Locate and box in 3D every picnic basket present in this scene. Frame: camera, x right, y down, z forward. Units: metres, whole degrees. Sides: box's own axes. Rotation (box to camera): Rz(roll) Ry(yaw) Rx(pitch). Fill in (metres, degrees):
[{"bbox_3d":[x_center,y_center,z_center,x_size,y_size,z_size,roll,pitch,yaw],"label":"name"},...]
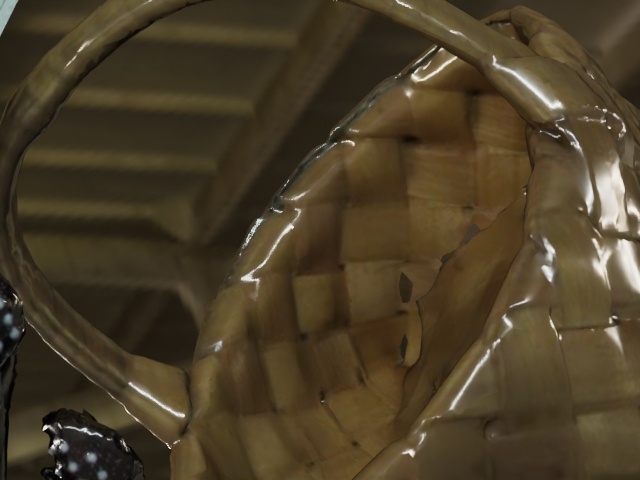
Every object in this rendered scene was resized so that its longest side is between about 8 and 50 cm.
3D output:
[{"bbox_3d":[0.000,0.000,0.884,0.293,0.337,0.337,-40,-20,28],"label":"picnic basket"}]

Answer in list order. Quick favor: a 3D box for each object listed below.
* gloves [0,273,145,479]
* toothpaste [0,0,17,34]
[{"bbox_3d":[-0.109,0.076,0.427,0.129,0.181,0.106,-16,-18,-23],"label":"gloves"},{"bbox_3d":[-0.190,-0.090,0.829,0.071,0.313,0.089,30,-6,-37],"label":"toothpaste"}]
